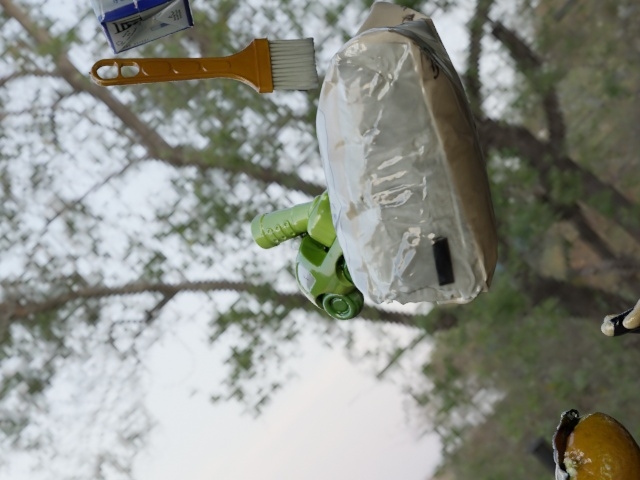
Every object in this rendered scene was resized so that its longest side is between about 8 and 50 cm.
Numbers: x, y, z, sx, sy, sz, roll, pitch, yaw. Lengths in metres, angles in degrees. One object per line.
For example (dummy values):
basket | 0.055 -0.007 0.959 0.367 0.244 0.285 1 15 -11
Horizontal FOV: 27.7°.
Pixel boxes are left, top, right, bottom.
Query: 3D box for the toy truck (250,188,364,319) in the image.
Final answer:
toy truck | 0.019 0.000 1.969 0.187 0.210 0.148 -38 14 43

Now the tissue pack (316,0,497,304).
tissue pack | 0.111 -0.106 1.665 0.195 0.389 0.375 -13 12 11

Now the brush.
brush | -0.161 -0.238 1.788 0.315 0.090 0.017 -4 -27 -7

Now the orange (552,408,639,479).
orange | 0.295 0.264 1.377 0.112 0.169 0.160 -9 21 18

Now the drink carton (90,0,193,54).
drink carton | -0.289 -0.433 1.817 0.131 0.314 0.106 -20 -16 -5

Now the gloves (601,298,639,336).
gloves | 0.592 0.143 2.041 0.152 0.301 0.197 -45 -47 -60
